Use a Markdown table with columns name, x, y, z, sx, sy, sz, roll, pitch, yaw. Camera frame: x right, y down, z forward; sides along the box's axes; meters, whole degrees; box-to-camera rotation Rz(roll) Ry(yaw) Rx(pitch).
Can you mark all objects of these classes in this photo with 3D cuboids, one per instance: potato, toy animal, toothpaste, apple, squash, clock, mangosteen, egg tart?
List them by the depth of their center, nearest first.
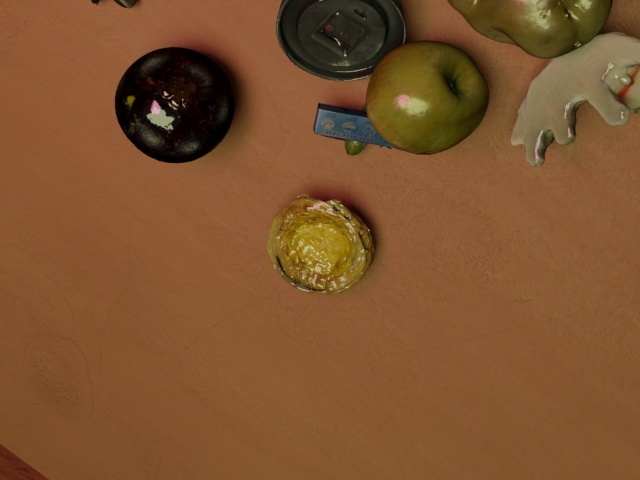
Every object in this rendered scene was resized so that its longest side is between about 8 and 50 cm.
| name | x | y | z | sx | sy | sz | roll | pitch | yaw |
| --- | --- | --- | --- | --- | --- | --- | --- | --- | --- |
| potato | 0.396 | -0.490 | 1.625 | 0.351 | 0.202 | 0.218 | 29 | 93 | 29 |
| toy animal | 0.555 | -0.282 | 1.701 | 0.266 | 0.188 | 0.308 | 34 | 119 | 37 |
| apple | 0.225 | -0.304 | 1.749 | 0.261 | 0.261 | 0.194 | 49 | 148 | -6 |
| clock | 0.044 | -0.461 | 1.776 | 0.280 | 0.055 | 0.281 | 3 | 144 | 2 |
| toothpaste | 0.122 | -0.253 | 1.872 | 0.272 | 0.053 | 0.066 | 9 | 118 | -6 |
| squash | 0.107 | -0.275 | 1.918 | 0.052 | 0.052 | 0.183 | 29 | 118 | 5 |
| mangosteen | -0.344 | -0.315 | 1.949 | 0.288 | 0.288 | 0.288 | 8 | 116 | 16 |
| egg tart | 0.000 | 0.000 | 2.055 | 0.290 | 0.107 | 0.291 | 7 | 120 | 13 |

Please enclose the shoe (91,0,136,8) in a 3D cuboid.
| name | x | y | z | sx | sy | sz | roll | pitch | yaw |
| --- | --- | --- | --- | --- | --- | --- | --- | --- | --- |
| shoe | -0.519 | -0.606 | 1.982 | 0.169 | 0.071 | 0.099 | 48 | 123 | -1 |
